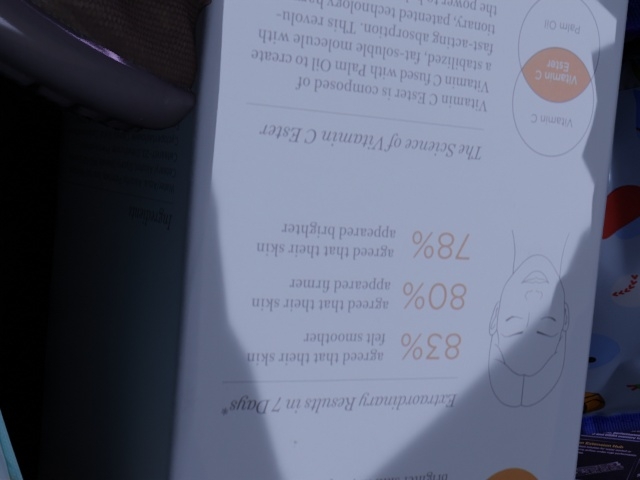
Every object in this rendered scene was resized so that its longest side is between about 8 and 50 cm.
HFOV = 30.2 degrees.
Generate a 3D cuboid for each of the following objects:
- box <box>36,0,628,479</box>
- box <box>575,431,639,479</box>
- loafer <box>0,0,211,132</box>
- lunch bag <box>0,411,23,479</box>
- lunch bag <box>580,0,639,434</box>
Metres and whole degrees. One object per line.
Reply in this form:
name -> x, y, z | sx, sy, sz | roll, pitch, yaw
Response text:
box -> 0.000, 0.000, 0.566 | 0.215, 0.168, 0.345 | 3, 95, -31
box -> 0.259, 0.195, 1.026 | 0.242, 0.307, 0.076 | -40, 125, -53
loafer -> -0.146, -0.159, 0.310 | 0.366, 0.134, 0.130 | 41, 76, -40
lunch bag -> -0.197, 0.070, 0.373 | 0.224, 0.108, 0.279 | -33, 123, -55
lunch bag -> 0.188, -0.092, 0.849 | 0.385, 0.239, 0.328 | 71, 13, -45
